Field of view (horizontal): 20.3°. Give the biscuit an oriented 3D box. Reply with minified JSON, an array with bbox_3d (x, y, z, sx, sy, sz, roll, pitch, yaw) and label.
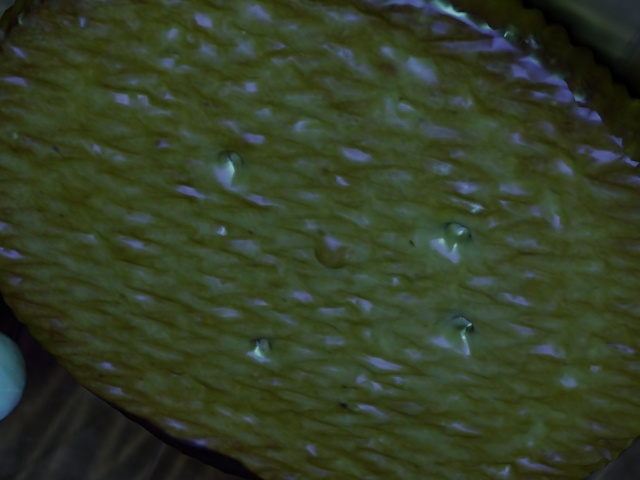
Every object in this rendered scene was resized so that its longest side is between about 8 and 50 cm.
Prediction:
[{"bbox_3d":[0.000,0.000,0.693,0.305,0.038,0.305,12,136,12],"label":"biscuit"}]

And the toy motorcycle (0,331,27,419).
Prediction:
[{"bbox_3d":[-0.199,0.024,0.754,0.171,0.110,0.260,29,145,0],"label":"toy motorcycle"}]
